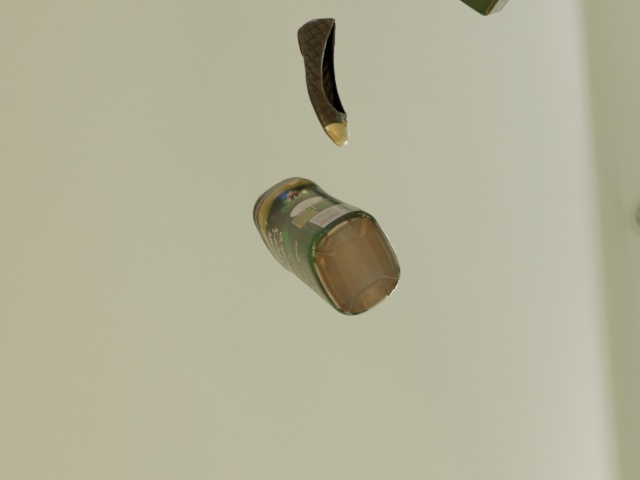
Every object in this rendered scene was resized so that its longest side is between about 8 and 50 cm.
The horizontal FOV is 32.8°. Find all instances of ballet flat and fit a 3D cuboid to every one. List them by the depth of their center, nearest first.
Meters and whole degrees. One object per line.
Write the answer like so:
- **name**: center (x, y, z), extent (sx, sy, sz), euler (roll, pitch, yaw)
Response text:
- **ballet flat**: center (0.010, -0.200, 1.355), extent (0.057, 0.049, 0.173), euler (21, -127, -66)

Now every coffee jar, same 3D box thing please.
- **coffee jar**: center (0.000, 0.000, 1.047), extent (0.096, 0.079, 0.184), euler (61, 169, -23)

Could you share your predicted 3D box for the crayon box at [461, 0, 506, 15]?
- **crayon box**: center (0.142, -0.445, 1.566), extent (0.319, 0.081, 0.202), euler (37, -161, 4)
